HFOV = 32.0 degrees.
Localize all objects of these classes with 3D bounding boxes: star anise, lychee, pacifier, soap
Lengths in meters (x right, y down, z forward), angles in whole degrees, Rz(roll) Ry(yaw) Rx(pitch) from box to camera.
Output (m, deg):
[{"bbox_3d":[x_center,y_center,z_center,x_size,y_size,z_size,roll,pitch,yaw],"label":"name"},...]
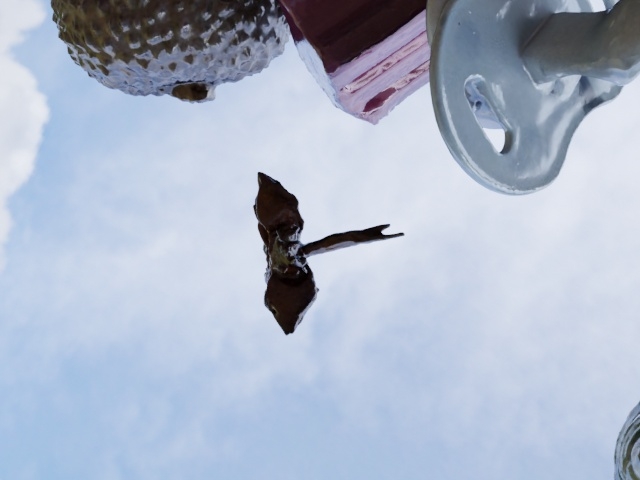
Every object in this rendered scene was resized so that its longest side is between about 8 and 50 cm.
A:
[{"bbox_3d":[0.002,0.007,1.145,0.144,0.158,0.140,-11,-158,-7],"label":"star anise"},{"bbox_3d":[-0.166,-0.299,1.301,0.300,0.300,0.300,-19,-121,35],"label":"lychee"},{"bbox_3d":[0.210,-0.173,0.932,0.207,0.227,0.279,8,-130,49],"label":"pacifier"},{"bbox_3d":[0.139,-0.276,1.151,0.360,0.233,0.128,-34,-102,0],"label":"soap"}]

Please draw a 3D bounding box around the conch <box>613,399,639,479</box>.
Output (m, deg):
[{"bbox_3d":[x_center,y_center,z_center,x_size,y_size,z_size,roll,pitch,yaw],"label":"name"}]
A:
[{"bbox_3d":[0.388,0.214,1.081,0.220,0.277,0.195,26,-79,53],"label":"conch"}]
